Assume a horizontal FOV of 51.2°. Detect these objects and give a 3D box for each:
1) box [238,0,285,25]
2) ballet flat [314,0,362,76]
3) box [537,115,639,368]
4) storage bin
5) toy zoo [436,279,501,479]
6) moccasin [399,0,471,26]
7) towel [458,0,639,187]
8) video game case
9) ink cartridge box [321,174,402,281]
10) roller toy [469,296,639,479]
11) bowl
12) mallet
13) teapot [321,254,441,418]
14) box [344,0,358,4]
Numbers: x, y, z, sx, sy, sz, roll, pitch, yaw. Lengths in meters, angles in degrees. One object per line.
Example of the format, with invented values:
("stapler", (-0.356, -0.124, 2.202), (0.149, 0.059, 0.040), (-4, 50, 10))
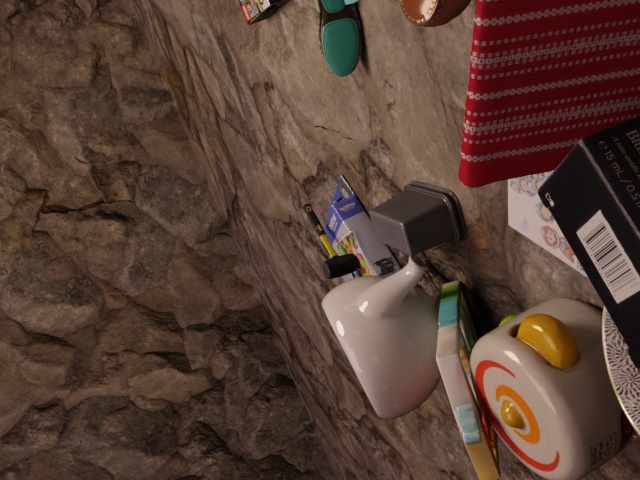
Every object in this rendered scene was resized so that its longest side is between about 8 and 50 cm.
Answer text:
("box", (-0.138, -0.527, 1.215), (0.233, 0.044, 0.159), (68, 163, -12))
("ballet flat", (0.023, -0.340, 0.993), (0.070, 0.070, 0.188), (46, 153, 46))
("box", (0.272, -0.015, 0.476), (0.093, 0.158, 0.156), (95, 153, -70))
("storage bin", (0.141, -0.024, 1.012), (0.135, 0.091, 0.098), (31, 143, 63))
("toy zoo", (0.210, 0.198, 0.947), (0.293, 0.030, 0.192), (-59, -50, -67))
("moccasin", (0.081, -0.374, 0.594), (0.139, 0.147, 0.380), (50, 158, 40))
("towel", (0.201, -0.158, 0.478), (0.274, 0.199, 0.031), (84, 173, -46))
("video game case", (0.260, -0.050, 0.740), (0.143, 0.019, 0.157), (45, 155, 49))
("ink cartridge box", (0.085, 0.042, 1.334), (0.311, 0.065, 0.186), (61, 163, 17))
("roller toy", (0.277, 0.177, 0.792), (0.191, 0.146, 0.209), (62, 162, 9))
("bowl", (0.334, 0.104, 0.601), (0.170, 0.080, 0.170), (171, 90, -85))
("mallet", (0.000, 0.000, 1.312), (0.189, 0.062, 0.039), (53, 155, 33))
("teapot", (0.130, 0.157, 1.100), (0.252, 0.187, 0.256), (63, 177, -3))
("box", (0.037, -0.422, 0.810), (0.100, 0.060, 0.244), (23, 136, 65))
